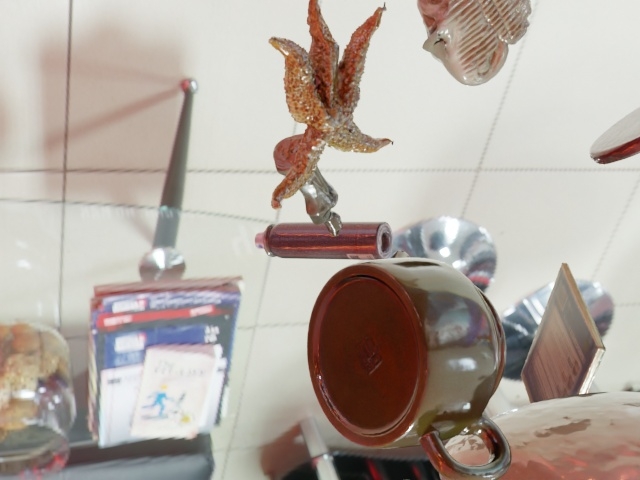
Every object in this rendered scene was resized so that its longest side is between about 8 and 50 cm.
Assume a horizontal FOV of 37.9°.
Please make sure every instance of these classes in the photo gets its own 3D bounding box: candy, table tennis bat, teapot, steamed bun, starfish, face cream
[{"bbox_3d":[0.353,0.274,1.104,0.427,0.186,0.386,-2,174,16],"label":"candy"},{"bbox_3d":[0.645,-0.253,1.674,0.415,0.268,0.051,-36,97,-28],"label":"table tennis bat"},{"bbox_3d":[0.111,0.119,0.933,0.175,0.267,0.185,-2,144,-36],"label":"teapot"},{"bbox_3d":[0.243,-0.391,1.585,0.211,0.144,0.218,-47,128,-10],"label":"steamed bun"},{"bbox_3d":[0.026,-0.227,1.415,0.302,0.084,0.293,-26,126,-37],"label":"starfish"},{"bbox_3d":[0.000,0.000,1.795,0.284,0.073,0.073,0,141,30],"label":"face cream"}]

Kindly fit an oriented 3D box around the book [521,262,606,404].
[{"bbox_3d":[0.457,0.234,1.786,0.018,0.228,0.322,1,131,-8],"label":"book"}]

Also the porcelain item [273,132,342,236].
[{"bbox_3d":[-0.008,-0.079,1.582,0.069,0.081,0.215,-19,135,10],"label":"porcelain item"}]
